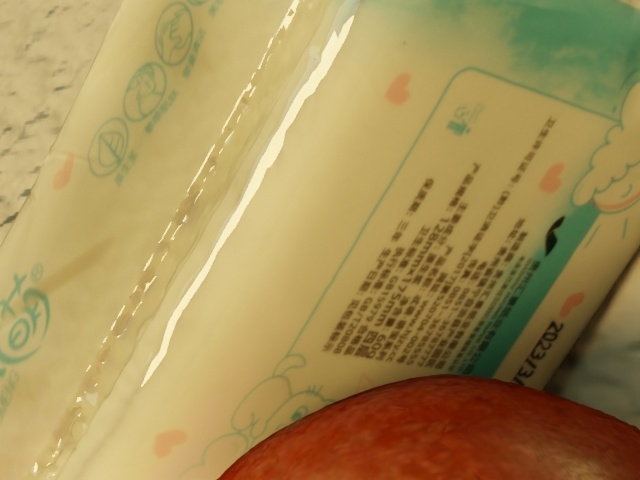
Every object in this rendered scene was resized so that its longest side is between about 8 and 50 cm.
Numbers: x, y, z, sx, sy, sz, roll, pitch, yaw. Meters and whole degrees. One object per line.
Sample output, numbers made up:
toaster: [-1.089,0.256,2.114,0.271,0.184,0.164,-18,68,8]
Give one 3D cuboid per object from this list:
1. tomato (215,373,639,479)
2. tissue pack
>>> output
tomato: [0.049,0.150,0.508,0.208,0.208,0.184,-61,32,18]
tissue pack: [0.002,0.001,0.592,0.124,0.201,0.271,47,114,43]
